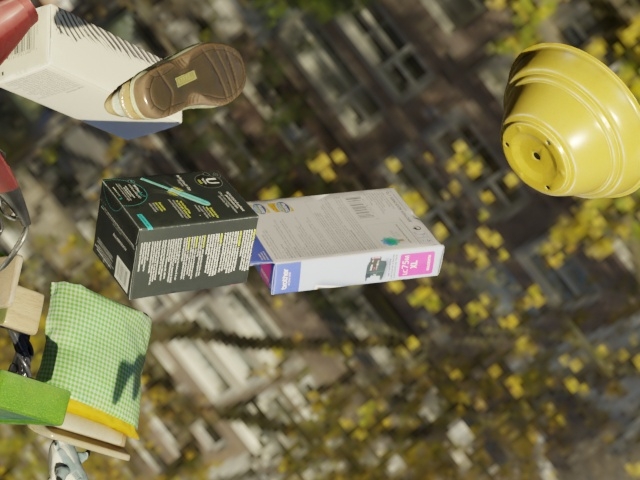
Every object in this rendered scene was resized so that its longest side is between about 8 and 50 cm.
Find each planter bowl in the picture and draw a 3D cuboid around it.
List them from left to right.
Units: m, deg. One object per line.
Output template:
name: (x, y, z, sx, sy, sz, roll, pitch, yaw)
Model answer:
planter bowl: (0.282, -0.120, 1.880, 0.090, 0.217, 0.217, -39, -176, -29)

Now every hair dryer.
hair dryer: (-0.368, -0.119, 1.599, 0.224, 0.080, 0.293, 16, 98, -54)

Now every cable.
cable: (-0.424, 0.150, 2.108, 0.047, 0.184, 0.150, 5, 174, 19)

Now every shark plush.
shark plush: (-0.384, 0.332, 2.411, 0.073, 0.067, 0.161, 119, -31, -43)

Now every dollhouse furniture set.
dollhouse furniture set: (-0.288, 0.139, 1.875, 0.151, 0.302, 0.197, -7, -113, 44)

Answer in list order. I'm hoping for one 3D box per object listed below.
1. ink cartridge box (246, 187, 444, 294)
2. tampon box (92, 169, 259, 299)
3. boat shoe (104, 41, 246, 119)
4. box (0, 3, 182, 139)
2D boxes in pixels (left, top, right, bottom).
ink cartridge box: (0.000, 0.000, 2.294, 0.311, 0.065, 0.186, -4, -149, -22)
tampon box: (-0.178, -0.009, 1.924, 0.161, 0.120, 0.101, -7, 125, -31)
boat shoe: (-0.150, -0.161, 1.606, 0.072, 0.068, 0.190, -9, -173, 33)
box: (-0.319, -0.230, 2.190, 0.113, 0.094, 0.275, -13, 160, 31)
